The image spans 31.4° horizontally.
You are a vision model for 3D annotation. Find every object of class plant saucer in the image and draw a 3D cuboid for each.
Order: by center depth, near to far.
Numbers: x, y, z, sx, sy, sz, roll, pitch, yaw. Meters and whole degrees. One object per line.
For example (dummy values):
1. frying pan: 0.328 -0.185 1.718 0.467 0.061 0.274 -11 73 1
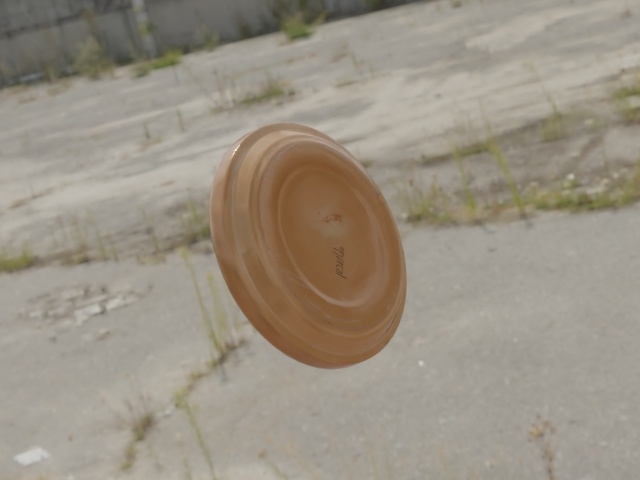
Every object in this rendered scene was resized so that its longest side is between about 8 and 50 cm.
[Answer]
1. plant saucer: 0.000 0.000 0.370 0.013 0.083 0.083 -24 3 41
